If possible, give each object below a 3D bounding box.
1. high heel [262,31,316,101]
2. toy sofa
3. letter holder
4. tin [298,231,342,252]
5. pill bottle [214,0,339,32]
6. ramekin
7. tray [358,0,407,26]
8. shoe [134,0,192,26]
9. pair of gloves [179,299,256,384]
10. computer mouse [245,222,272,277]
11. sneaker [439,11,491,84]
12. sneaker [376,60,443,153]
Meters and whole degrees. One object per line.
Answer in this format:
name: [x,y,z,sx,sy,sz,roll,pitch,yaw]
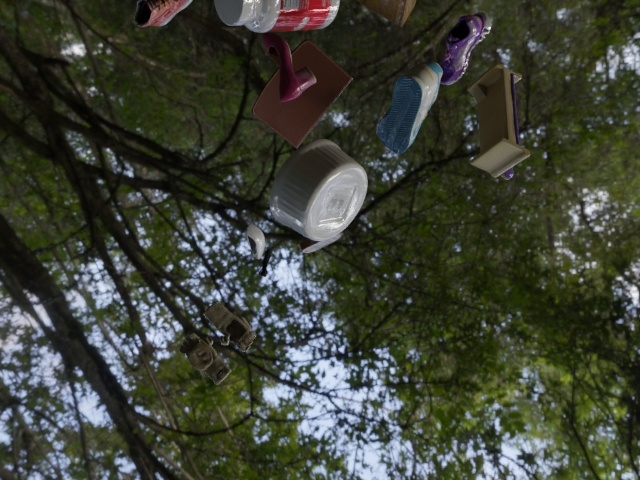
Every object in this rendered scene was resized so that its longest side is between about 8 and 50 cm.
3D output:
high heel: [-0.124,-0.487,1.501,0.117,0.082,0.244,-34,-109,-10]
toy sofa: [0.608,-0.394,1.781,0.150,0.177,0.362,-40,-144,52]
letter holder: [-0.080,-0.506,1.805,0.301,0.214,0.152,-50,-155,12]
tin: [0.000,0.000,2.124,0.190,0.040,0.106,-26,159,20]
pill bottle: [-0.149,-0.842,1.847,0.408,0.228,0.229,-21,-157,-37]
ramekin: [0.005,-0.132,1.502,0.277,0.277,0.135,-31,-127,-32]
tray: [0.134,-0.626,1.289,0.203,0.076,0.411,32,-164,-1]
shoe: [-0.372,-0.570,1.274,0.178,0.063,0.081,-25,-169,39]
pair of gloves: [-0.361,0.357,1.889,0.240,0.204,0.042,-53,176,-4]
computer mouse: [-0.198,0.024,1.758,0.042,0.192,0.106,1,-133,17]
sneaker: [0.420,-0.596,1.654,0.105,0.236,0.095,-11,-129,-42]
sneaker: [0.182,-0.261,1.083,0.092,0.087,0.228,-43,170,-24]
